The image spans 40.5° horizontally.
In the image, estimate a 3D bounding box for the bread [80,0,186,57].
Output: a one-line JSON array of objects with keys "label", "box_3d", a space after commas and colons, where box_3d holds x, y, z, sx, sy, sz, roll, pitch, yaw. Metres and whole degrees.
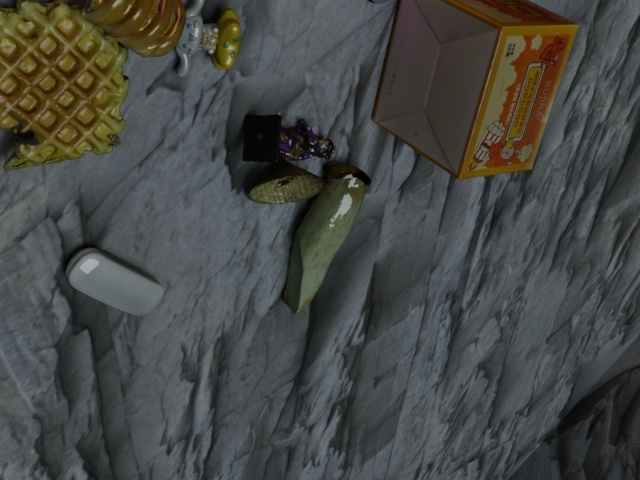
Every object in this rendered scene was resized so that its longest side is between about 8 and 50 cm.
[{"label": "bread", "box_3d": [-0.259, -0.335, 1.224, 0.177, 0.084, 0.119, 31, 56, -51]}]

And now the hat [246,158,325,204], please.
[{"label": "hat", "box_3d": [-0.066, -0.121, 1.584, 0.145, 0.067, 0.146, -9, 164, -2]}]

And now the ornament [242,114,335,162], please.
[{"label": "ornament", "box_3d": [-0.045, -0.182, 1.550, 0.203, 0.088, 0.081, -7, 101, -50]}]

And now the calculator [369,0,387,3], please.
[{"label": "calculator", "box_3d": [0.086, -0.465, 1.472, 0.166, 0.024, 0.103, 26, 103, -49]}]

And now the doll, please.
[{"label": "doll", "box_3d": [-0.180, -0.324, 1.341, 0.113, 0.071, 0.135, -14, 124, -8]}]

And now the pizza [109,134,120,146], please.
[{"label": "pizza", "box_3d": [-0.345, -0.164, 1.352, 0.083, 0.016, 0.037, 24, 103, -46]}]

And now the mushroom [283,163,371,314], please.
[{"label": "mushroom", "box_3d": [-0.002, -0.001, 1.706, 0.107, 0.087, 0.333, 10, 116, -44]}]

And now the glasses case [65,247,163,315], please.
[{"label": "glasses case", "box_3d": [-0.352, 0.073, 1.499, 0.076, 0.049, 0.197, -51, 138, 5]}]

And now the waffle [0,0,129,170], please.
[{"label": "waffle", "box_3d": [-0.391, -0.221, 1.232, 0.261, 0.056, 0.250, -12, 123, -32]}]

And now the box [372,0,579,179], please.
[{"label": "box", "box_3d": [0.274, -0.298, 1.575, 0.213, 0.259, 0.284, -13, 128, -35]}]
